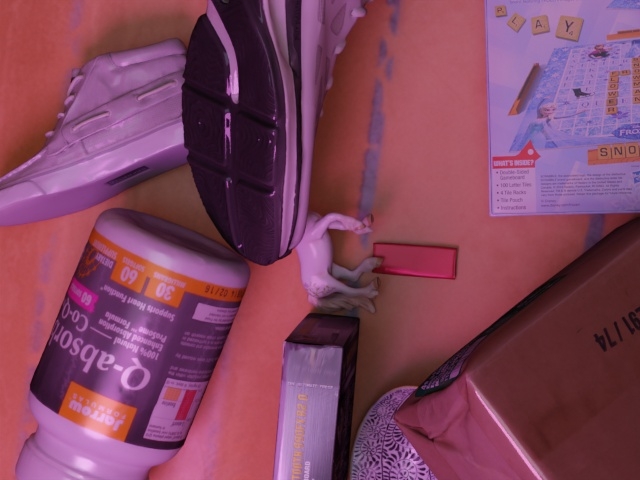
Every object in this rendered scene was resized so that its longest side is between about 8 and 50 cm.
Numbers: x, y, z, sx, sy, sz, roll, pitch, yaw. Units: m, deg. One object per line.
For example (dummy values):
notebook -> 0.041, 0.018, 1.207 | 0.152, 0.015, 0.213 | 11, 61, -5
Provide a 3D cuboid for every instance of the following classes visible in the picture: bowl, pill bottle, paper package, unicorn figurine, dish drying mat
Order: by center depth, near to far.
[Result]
paper package -> 0.288, 0.167, 1.576 | 0.325, 0.168, 0.309 | -36, 86, -27
bowl -> 0.110, 0.227, 1.708 | 0.170, 0.080, 0.170 | -12, 74, 51
pill bottle -> -0.188, 0.121, 1.717 | 0.162, 0.162, 0.278 | 23, 96, 6
unicorn figurine -> 0.000, 0.000, 1.730 | 0.111, 0.060, 0.161 | -4, 99, 20
dish drying mat -> 0.093, 0.020, 1.747 | 0.083, 0.008, 0.032 | 4, 95, 7

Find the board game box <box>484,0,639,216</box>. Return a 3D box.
board game box -> 0.315, -0.184, 1.671 | 0.319, 0.066, 0.318 | -1, 94, 8

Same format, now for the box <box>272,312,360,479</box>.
box -> -0.004, 0.171, 1.658 | 0.056, 0.231, 0.183 | 4, 95, 5

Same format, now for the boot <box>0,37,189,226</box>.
boot -> -0.232, -0.109, 1.755 | 0.258, 0.095, 0.123 | -21, 76, 8

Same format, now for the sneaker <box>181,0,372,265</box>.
sneaker -> 0.015, -0.203, 1.642 | 0.258, 0.169, 0.447 | -14, 116, -32
